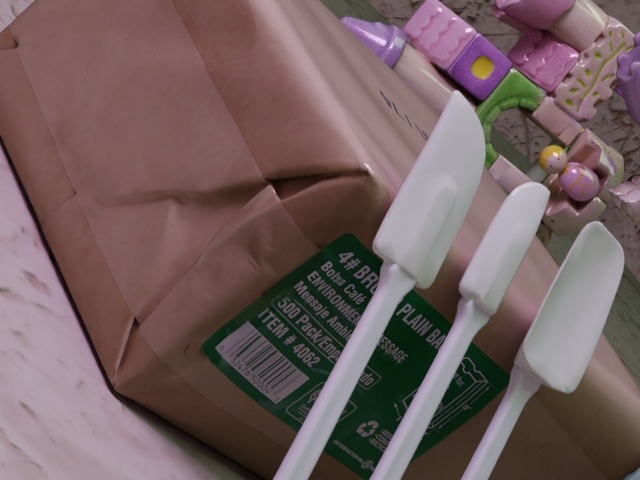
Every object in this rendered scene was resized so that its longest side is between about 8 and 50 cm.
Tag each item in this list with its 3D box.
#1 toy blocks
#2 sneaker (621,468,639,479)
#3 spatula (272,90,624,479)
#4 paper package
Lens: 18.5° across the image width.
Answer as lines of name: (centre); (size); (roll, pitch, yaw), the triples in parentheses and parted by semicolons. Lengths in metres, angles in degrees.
toy blocks: (0.124, -0.113, 1.584); (0.260, 0.288, 0.309); (38, 4, -21)
sneaker: (0.228, 0.169, 1.442); (0.256, 0.094, 0.151); (41, 3, 15)
spatula: (0.056, 0.074, 0.918); (0.019, 0.242, 0.168); (16, -17, 42)
paper package: (0.000, 0.000, 1.092); (0.325, 0.168, 0.309); (39, 14, -45)
